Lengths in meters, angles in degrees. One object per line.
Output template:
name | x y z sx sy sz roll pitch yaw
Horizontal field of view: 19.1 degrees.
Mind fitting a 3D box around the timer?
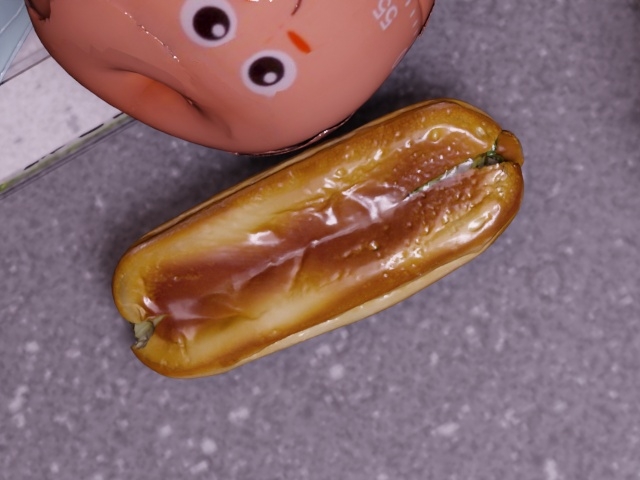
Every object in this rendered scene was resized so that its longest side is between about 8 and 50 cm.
timer | -0.046 -0.164 1.051 0.229 0.229 0.215 27 81 18

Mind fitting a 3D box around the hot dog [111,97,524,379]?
hot dog | 0.000 0.000 1.080 0.249 0.068 0.100 -24 93 10

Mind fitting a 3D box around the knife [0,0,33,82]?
knife | -0.166 -0.195 1.193 0.063 0.034 0.260 33 88 23
